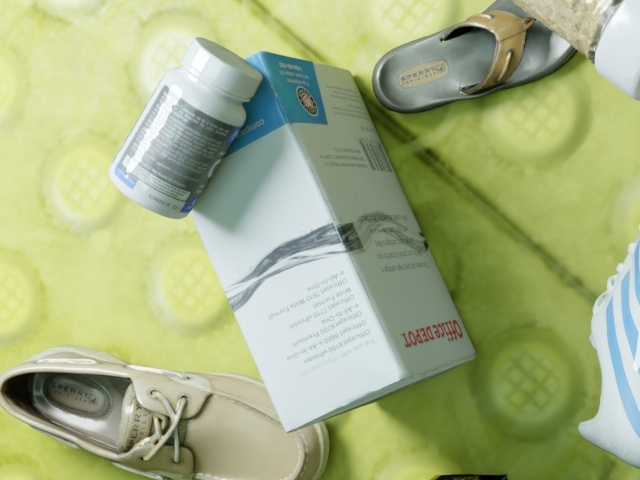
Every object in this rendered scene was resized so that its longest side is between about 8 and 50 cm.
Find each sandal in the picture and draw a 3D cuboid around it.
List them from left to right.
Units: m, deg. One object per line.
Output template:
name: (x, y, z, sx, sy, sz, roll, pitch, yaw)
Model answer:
sandal: (0.147, -0.180, 1.346, 0.219, 0.060, 0.090, -17, 86, 13)

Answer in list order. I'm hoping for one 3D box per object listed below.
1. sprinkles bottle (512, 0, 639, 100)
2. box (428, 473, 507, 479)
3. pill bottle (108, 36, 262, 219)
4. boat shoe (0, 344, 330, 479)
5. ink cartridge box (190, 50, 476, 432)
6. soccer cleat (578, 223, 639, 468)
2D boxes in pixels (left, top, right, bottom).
sprinkles bottle: (0.184, -0.270, 1.279, 0.355, 0.121, 0.121, 42, 104, 22)
box: (0.104, 0.351, 1.238, 0.079, 0.322, 0.257, -3, 91, 19)
pill bottle: (-0.110, -0.093, 1.197, 0.078, 0.078, 0.137, 37, 105, 15)
boat shoe: (-0.161, 0.186, 1.441, 0.341, 0.110, 0.122, 9, 94, 20)
ink cartridge box: (0.000, 0.000, 1.318, 0.129, 0.223, 0.307, -27, 82, 19)
soccer cleat: (0.296, 0.034, 1.274, 0.143, 0.116, 0.331, -2, 72, 58)
